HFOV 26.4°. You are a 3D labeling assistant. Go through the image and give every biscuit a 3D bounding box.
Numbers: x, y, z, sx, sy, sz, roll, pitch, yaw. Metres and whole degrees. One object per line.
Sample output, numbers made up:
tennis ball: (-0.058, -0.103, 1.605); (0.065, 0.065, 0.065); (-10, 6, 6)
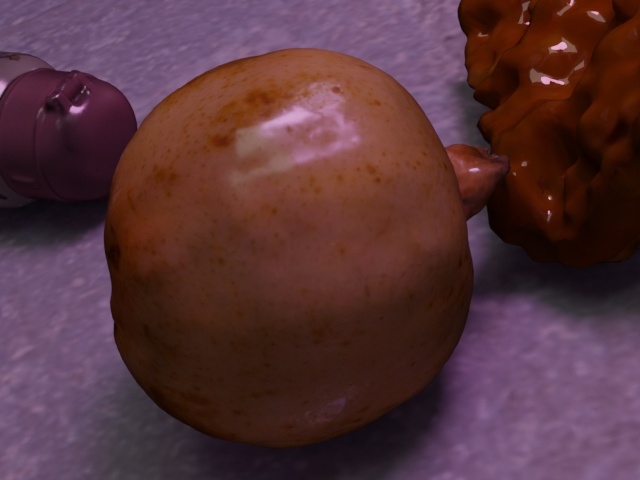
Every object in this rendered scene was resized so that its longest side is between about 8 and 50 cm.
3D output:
biscuit: (0.208, -0.163, 0.776); (0.318, 0.110, 0.312); (-48, 28, 32)

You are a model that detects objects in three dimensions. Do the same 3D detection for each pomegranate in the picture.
pomegranate: (-0.016, 0.005, 0.706); (0.207, 0.207, 0.207); (-11, 42, 10)

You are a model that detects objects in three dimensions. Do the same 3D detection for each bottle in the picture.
bottle: (-0.235, -0.079, 0.956); (0.233, 0.110, 0.110); (8, 48, 28)
